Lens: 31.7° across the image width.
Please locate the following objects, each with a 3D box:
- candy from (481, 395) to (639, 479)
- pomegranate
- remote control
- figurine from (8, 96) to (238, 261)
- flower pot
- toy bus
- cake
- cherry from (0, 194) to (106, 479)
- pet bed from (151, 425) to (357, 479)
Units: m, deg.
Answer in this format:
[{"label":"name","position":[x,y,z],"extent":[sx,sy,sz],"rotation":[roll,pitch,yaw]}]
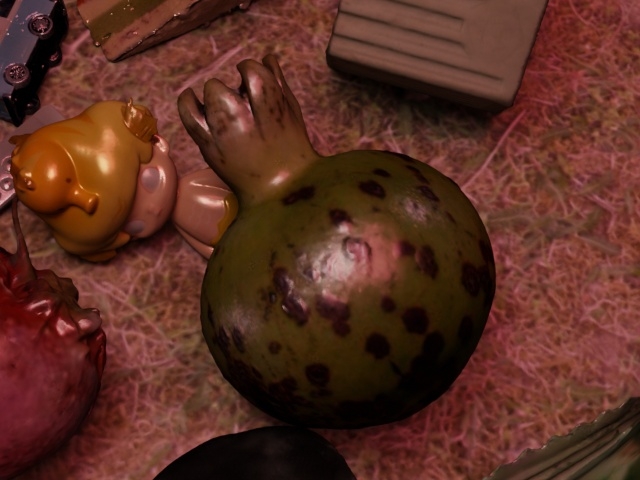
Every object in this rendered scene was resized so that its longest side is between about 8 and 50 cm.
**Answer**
[{"label":"candy","position":[0.345,0.274,0.849],"extent":[0.263,0.172,0.398],"rotation":[-32,48,-21]},{"label":"pomegranate","position":[0.017,-0.003,0.911],"extent":[0.242,0.242,0.306],"rotation":[-7,95,-10]},{"label":"remote control","position":[-0.300,-0.049,1.029],"extent":[0.050,0.027,0.184],"rotation":[43,72,10]},{"label":"figurine","position":[-0.155,-0.048,0.999],"extent":[0.246,0.156,0.131],"rotation":[17,20,-17]},{"label":"flower pot","position":[0.118,-0.246,1.069],"extent":[0.189,0.239,0.209],"rotation":[14,35,1]},{"label":"toy bus","position":[-0.292,-0.178,1.070],"extent":[0.074,0.060,0.123],"rotation":[16,67,4]},{"label":"cake","position":[-0.124,-0.266,1.100],"extent":[0.220,0.117,0.086],"rotation":[-24,77,-18]},{"label":"cherry","position":[-0.286,0.109,0.875],"extent":[0.249,0.175,0.192],"rotation":[-33,64,-18]},{"label":"pet bed","position":[-0.061,0.234,0.879],"extent":[0.201,0.053,0.201],"rotation":[-9,46,9]}]
